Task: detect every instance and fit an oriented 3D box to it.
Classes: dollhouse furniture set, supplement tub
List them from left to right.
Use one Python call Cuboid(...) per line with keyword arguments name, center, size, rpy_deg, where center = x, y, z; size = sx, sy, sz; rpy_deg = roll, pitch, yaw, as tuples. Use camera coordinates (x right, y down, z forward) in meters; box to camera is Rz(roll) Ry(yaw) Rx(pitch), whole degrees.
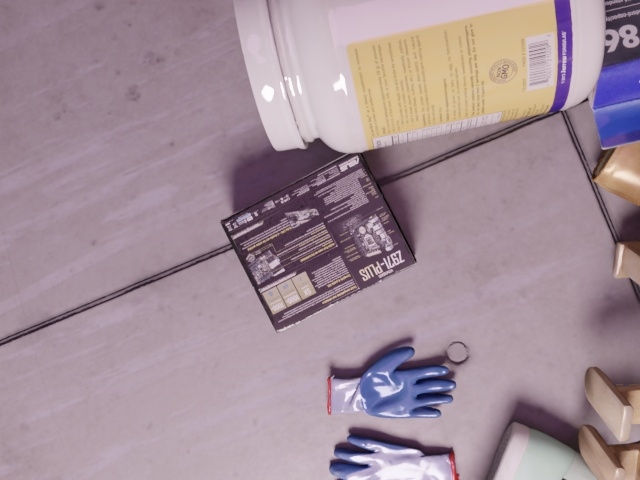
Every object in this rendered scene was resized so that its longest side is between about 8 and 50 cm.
Cuboid(name="supplement tub", center=(0.095, -0.224, 0.793), size=(0.331, 0.241, 0.241), rpy_deg=(-11, 92, 6))
Cuboid(name="dollhouse furniture set", center=(0.398, 0.138, 0.843), size=(0.212, 0.161, 0.242), rpy_deg=(-3, 111, -5))

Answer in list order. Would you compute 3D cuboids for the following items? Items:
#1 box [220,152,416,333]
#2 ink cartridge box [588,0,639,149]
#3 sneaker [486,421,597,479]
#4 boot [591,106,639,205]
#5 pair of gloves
Cuboid(name="box", center=(0.000, 0.000, 0.893), size=(0.180, 0.077, 0.147), rpy_deg=(-28, 90, 6))
Cuboid(name="ink cartridge box", center=(0.345, -0.276, 0.822), size=(0.165, 0.065, 0.332), rpy_deg=(-13, 79, 5))
Cuboid(name="sneaker", center=(0.245, 0.355, 0.875), size=(0.151, 0.094, 0.256), rpy_deg=(22, 92, 10))
Cuboid(name="boot", center=(0.478, -0.105, 0.841), size=(0.269, 0.089, 0.236), rpy_deg=(30, 88, 7))
Cuboid(name="pair of gloves", center=(0.086, 0.227, 0.925), size=(0.159, 0.023, 0.198), rpy_deg=(-4, 93, 4))
